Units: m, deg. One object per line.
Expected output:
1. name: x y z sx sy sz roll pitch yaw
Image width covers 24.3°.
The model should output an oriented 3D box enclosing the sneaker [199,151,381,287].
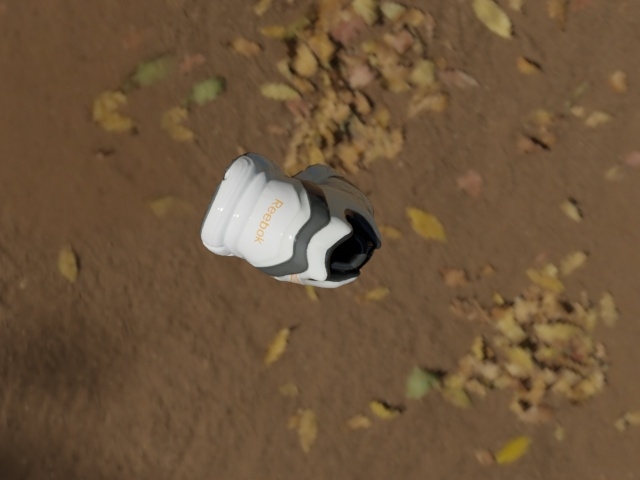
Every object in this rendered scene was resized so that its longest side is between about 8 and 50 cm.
1. sneaker: 0.000 0.000 0.465 0.043 0.109 0.040 27 98 15
